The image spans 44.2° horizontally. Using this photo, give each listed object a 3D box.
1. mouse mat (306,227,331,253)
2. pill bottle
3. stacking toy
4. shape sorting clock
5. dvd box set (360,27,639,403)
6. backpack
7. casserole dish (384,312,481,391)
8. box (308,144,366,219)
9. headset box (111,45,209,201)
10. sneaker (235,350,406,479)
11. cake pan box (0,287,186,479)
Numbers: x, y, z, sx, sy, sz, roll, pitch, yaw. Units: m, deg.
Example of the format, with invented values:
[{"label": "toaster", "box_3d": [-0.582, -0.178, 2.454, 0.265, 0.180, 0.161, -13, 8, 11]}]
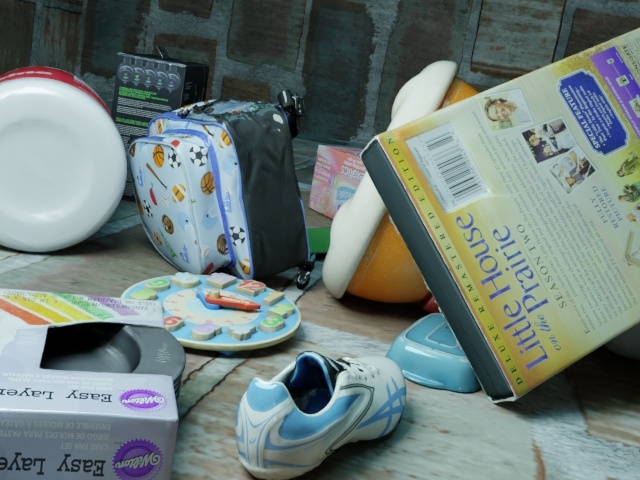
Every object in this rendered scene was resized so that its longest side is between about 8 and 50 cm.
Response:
[{"label": "mouse mat", "box_3d": [0.000, 0.000, 1.336, 0.189, 0.007, 0.152, -4, 16, -13]}, {"label": "pill bottle", "box_3d": [-0.421, -0.142, 1.188, 0.229, 0.229, 0.407, 5, 13, -20]}, {"label": "stacking toy", "box_3d": [0.272, 0.007, 1.053, 0.479, 0.351, 0.350, 26, 14, 3]}, {"label": "shape sorting clock", "box_3d": [-0.124, 0.076, 0.901, 0.206, 0.040, 0.206, 9, 13, -2]}, {"label": "dvd box set", "box_3d": [0.292, -0.048, 0.897, 0.420, 0.308, 0.062, -25, -8, -22]}, {"label": "backpack", "box_3d": [-0.148, -0.074, 1.110, 0.213, 0.277, 0.263, -12, 19, -27]}, {"label": "casserole dish", "box_3d": [0.147, 0.124, 0.914, 0.114, 0.037, 0.188, 16, 13, 22]}, {"label": "box", "box_3d": [0.118, -0.094, 1.582, 0.154, 0.142, 0.300, 2, 15, -33]}, {"label": "headset box", "box_3d": [-0.313, -0.232, 1.533, 0.131, 0.283, 0.246, 10, 14, 0]}, {"label": "sneaker", "box_3d": [0.014, 0.130, 0.677, 0.085, 0.086, 0.237, 15, 12, 27]}, {"label": "cake pan box", "box_3d": [-0.244, 0.107, 0.624, 0.266, 0.070, 0.246, 7, 15, -15]}]
